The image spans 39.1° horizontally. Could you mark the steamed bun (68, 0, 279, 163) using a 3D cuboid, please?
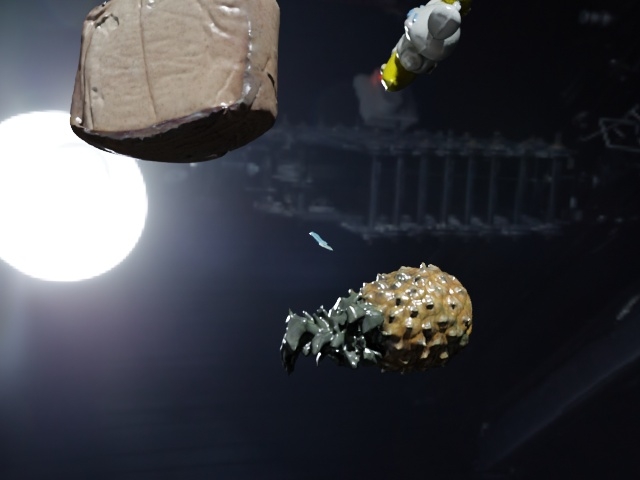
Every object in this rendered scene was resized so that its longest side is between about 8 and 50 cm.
[{"bbox_3d":[-0.194,-0.231,1.306,0.199,0.301,0.251,27,59,-67],"label":"steamed bun"}]

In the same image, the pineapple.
[{"bbox_3d":[0.048,0.079,0.844,0.108,0.197,0.108,9,-79,56],"label":"pineapple"}]

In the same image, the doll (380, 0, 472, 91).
[{"bbox_3d":[0.203,-0.388,1.697,0.237,0.111,0.252,-42,-173,38],"label":"doll"}]

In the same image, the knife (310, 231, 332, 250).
[{"bbox_3d":[0.000,0.000,1.774,0.010,0.027,0.096,-61,-155,8],"label":"knife"}]
